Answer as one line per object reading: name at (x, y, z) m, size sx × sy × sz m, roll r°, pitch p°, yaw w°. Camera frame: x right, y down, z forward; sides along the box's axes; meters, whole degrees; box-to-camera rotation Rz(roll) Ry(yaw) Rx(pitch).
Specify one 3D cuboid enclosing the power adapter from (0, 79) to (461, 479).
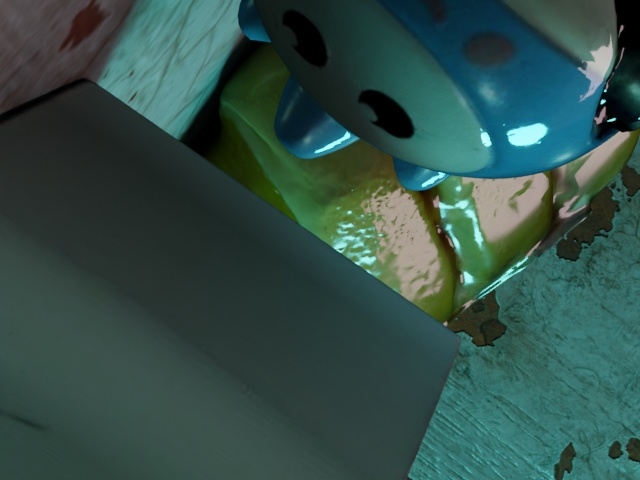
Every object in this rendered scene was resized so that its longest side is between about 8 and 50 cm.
power adapter at (-0.038, 0.067, 0.528) m, size 0.124 × 0.255 × 0.187 m, roll -57°, pitch 177°, yaw 23°

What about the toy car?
toy car at (0.055, -0.110, 0.579) m, size 0.190 × 0.188 × 0.255 m, roll -47°, pitch -177°, yaw 24°

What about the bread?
bread at (0.059, -0.049, 0.966) m, size 0.341 × 0.210 × 0.300 m, roll -37°, pitch 166°, yaw -22°
